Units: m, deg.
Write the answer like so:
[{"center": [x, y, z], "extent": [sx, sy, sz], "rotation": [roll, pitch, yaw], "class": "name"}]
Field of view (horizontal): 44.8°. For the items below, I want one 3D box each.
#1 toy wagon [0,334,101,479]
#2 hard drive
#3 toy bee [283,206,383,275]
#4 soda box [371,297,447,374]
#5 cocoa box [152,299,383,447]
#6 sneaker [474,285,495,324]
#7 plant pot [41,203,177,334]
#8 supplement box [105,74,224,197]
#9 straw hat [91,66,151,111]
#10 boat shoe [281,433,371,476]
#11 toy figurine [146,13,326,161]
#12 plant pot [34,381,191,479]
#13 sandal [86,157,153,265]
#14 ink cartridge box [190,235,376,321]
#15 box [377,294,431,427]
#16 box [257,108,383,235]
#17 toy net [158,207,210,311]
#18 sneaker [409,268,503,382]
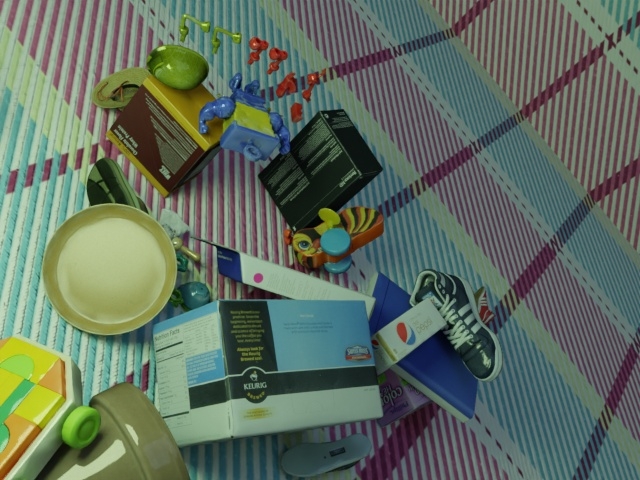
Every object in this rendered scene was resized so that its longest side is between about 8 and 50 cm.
[{"center": [-0.472, 0.284, 1.039], "extent": [0.267, 0.068, 0.344], "rotation": [15, 52, 27], "class": "toy wagon"}, {"center": [0.223, 0.233, 1.728], "extent": [0.318, 0.040, 0.210], "rotation": [38, 38, -13], "class": "hard drive"}, {"center": [0.000, 0.000, 1.811], "extent": [0.162, 0.195, 0.298], "rotation": [37, 43, 26], "class": "toy bee"}, {"center": [0.175, 0.197, 1.623], "extent": [0.216, 0.069, 0.074], "rotation": [-25, 76, -50], "class": "soda box"}, {"center": [-0.095, 0.237, 1.414], "extent": [0.347, 0.231, 0.228], "rotation": [4, 71, -41], "class": "cocoa box"}, {"center": [0.464, 0.187, 2.195], "extent": [0.067, 0.042, 0.118], "rotation": [36, 47, -10], "class": "sneaker"}, {"center": [-0.377, 0.052, 1.400], "extent": [0.236, 0.032, 0.236], "rotation": [1, 81, -7], "class": "plant pot"}, {"center": [-0.318, -0.237, 1.672], "extent": [0.191, 0.194, 0.129], "rotation": [47, 37, -2], "class": "supplement box"}, {"center": [-0.431, -0.320, 1.735], "extent": [0.061, 0.144, 0.144], "rotation": [71, 14, -48], "class": "straw hat"}, {"center": [0.008, 0.433, 1.527], "extent": [0.183, 0.083, 0.065], "rotation": [-8, 60, -17], "class": "boat shoe"}, {"center": [-0.155, -0.265, 1.553], "extent": [0.362, 0.191, 0.217], "rotation": [16, 53, -35], "class": "toy figurine"}, {"center": [-0.338, 0.368, 1.123], "extent": [0.229, 0.263, 0.263], "rotation": [-21, 73, -31], "class": "plant pot"}, {"center": [-0.371, -0.033, 1.517], "extent": [0.086, 0.120, 0.303], "rotation": [16, 46, -54], "class": "sandal"}, {"center": [-0.084, 0.079, 1.593], "extent": [0.371, 0.176, 0.069], "rotation": [22, 85, -23], "class": "ink cartridge box"}, {"center": [0.180, 0.271, 1.784], "extent": [0.213, 0.117, 0.243], "rotation": [-11, 66, -48], "class": "box"}, {"center": [-0.004, -0.161, 1.859], "extent": [0.103, 0.261, 0.184], "rotation": [-14, 69, -49], "class": "box"}, {"center": [-0.300, 0.040, 1.578], "extent": [0.122, 0.045, 0.232], "rotation": [-1, 58, -43], "class": "toy net"}, {"center": [0.294, 0.182, 1.724], "extent": [0.153, 0.099, 0.282], "rotation": [22, 37, -37], "class": "sneaker"}]
